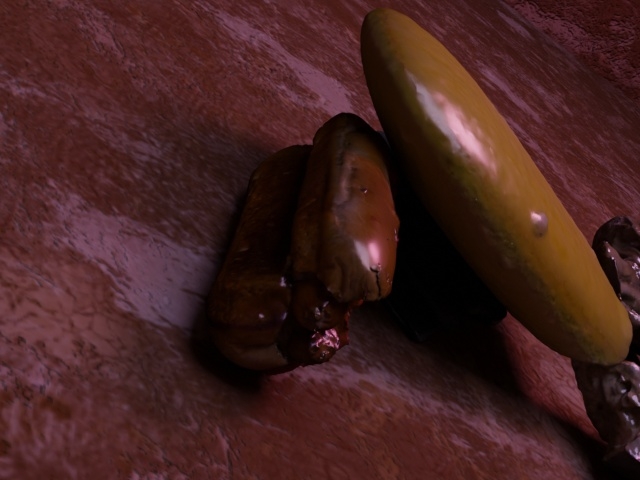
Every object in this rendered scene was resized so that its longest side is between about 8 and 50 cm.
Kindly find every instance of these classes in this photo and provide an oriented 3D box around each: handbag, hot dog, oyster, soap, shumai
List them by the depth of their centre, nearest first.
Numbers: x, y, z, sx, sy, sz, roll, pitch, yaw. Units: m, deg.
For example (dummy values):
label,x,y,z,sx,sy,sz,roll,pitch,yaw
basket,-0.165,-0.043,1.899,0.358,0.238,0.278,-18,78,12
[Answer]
label,x,y,z,sx,sy,sz,roll,pitch,yaw
hot dog,0.000,0.000,0.924,0.117,0.158,0.349,54,16,-19
soap,0.168,-0.058,1.101,0.427,0.115,0.306,48,22,-31
oyster,0.393,0.241,1.137,0.341,0.110,0.166,38,-12,-12
handbag,0.107,-0.011,1.183,0.260,0.079,0.247,53,28,16
shumai,0.405,0.070,1.444,0.152,0.161,0.210,-8,75,-33
